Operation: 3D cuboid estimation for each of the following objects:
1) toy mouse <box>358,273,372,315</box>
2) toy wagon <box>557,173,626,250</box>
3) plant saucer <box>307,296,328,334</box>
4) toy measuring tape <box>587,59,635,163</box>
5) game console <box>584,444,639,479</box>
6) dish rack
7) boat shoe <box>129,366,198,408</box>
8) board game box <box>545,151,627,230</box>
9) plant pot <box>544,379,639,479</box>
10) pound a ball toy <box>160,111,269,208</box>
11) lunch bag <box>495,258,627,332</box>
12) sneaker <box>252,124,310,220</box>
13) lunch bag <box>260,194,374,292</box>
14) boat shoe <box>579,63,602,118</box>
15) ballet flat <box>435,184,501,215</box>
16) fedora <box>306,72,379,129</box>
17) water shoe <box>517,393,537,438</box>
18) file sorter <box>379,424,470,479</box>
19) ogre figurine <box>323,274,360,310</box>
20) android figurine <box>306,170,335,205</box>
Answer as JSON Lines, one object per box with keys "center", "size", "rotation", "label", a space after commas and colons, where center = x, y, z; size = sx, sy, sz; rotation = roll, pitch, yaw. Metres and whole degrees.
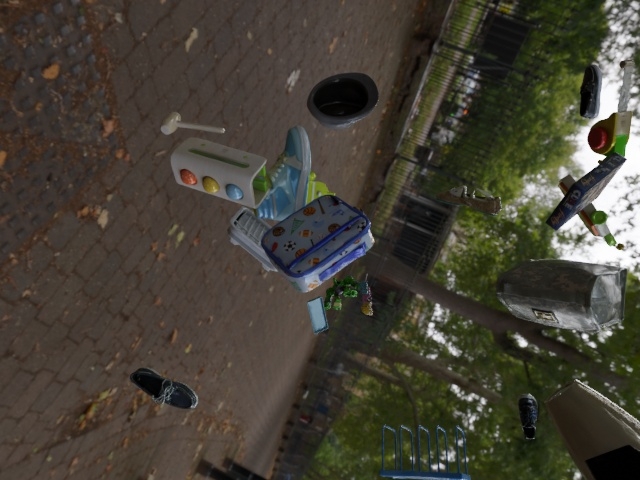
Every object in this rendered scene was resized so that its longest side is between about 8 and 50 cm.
{"center": [0.145, 0.175, 1.542], "size": [0.161, 0.031, 0.143], "rotation": [58, 25, -65], "label": "toy mouse"}
{"center": [1.042, -0.101, 1.836], "size": [0.068, 0.344, 0.267], "rotation": [-34, 169, 22], "label": "toy wagon"}
{"center": [-0.012, 0.306, 1.951], "size": [0.067, 0.018, 0.192], "rotation": [-22, 129, -14], "label": "plant saucer"}
{"center": [0.912, -0.390, 1.501], "size": [0.121, 0.122, 0.330], "rotation": [-49, 137, -68], "label": "toy measuring tape"}
{"center": [0.675, 0.676, 1.184], "size": [0.044, 0.361, 0.213], "rotation": [51, 15, -54], "label": "game console"}
{"center": [-0.248, 0.001, 1.921], "size": [0.072, 0.285, 0.333], "rotation": [-49, -170, 14], "label": "dish rack"}
{"center": [-0.557, 0.528, 1.689], "size": [0.095, 0.255, 0.079], "rotation": [-61, 170, -1], "label": "boat shoe"}
{"center": [0.778, -0.144, 1.392], "size": [0.243, 0.042, 0.165], "rotation": [-30, 151, -27], "label": "board game box"}
{"center": [0.849, 0.582, 1.478], "size": [0.257, 0.274, 0.256], "rotation": [-31, 157, -15], "label": "plant pot"}
{"center": [-0.321, -0.226, 1.384], "size": [0.208, 0.319, 0.135], "rotation": [90, 24, -49], "label": "pound a ball toy"}
{"center": [0.624, 0.138, 1.235], "size": [0.287, 0.235, 0.168], "rotation": [-1, 95, -42], "label": "lunch bag"}
{"center": [-0.147, -0.209, 1.512], "size": [0.127, 0.208, 0.318], "rotation": [-145, -122, -69], "label": "sneaker"}
{"center": [0.000, 0.000, 1.386], "size": [0.303, 0.243, 0.115], "rotation": [-36, 137, -15], "label": "lunch bag"}
{"center": [0.696, -0.387, 1.231], "size": [0.049, 0.040, 0.142], "rotation": [171, -81, -78], "label": "boat shoe"}
{"center": [0.467, -0.137, 1.496], "size": [0.073, 0.206, 0.067], "rotation": [-37, 138, -54], "label": "ballet flat"}
{"center": [0.087, -0.526, 1.863], "size": [0.276, 0.243, 0.124], "rotation": [-20, 156, -6], "label": "fedora"}
{"center": [0.827, 0.698, 1.882], "size": [0.080, 0.073, 0.203], "rotation": [-65, 141, -58], "label": "water shoe"}
{"center": [0.225, 0.461, 1.032], "size": [0.118, 0.170, 0.104], "rotation": [49, 38, -53], "label": "file sorter"}
{"center": [0.092, 0.221, 2.089], "size": [0.197, 0.097, 0.118], "rotation": [-51, -155, 21], "label": "ogre figurine"}
{"center": [-0.072, -0.181, 2.081], "size": [0.056, 0.273, 0.248], "rotation": [-121, -143, -76], "label": "android figurine"}
